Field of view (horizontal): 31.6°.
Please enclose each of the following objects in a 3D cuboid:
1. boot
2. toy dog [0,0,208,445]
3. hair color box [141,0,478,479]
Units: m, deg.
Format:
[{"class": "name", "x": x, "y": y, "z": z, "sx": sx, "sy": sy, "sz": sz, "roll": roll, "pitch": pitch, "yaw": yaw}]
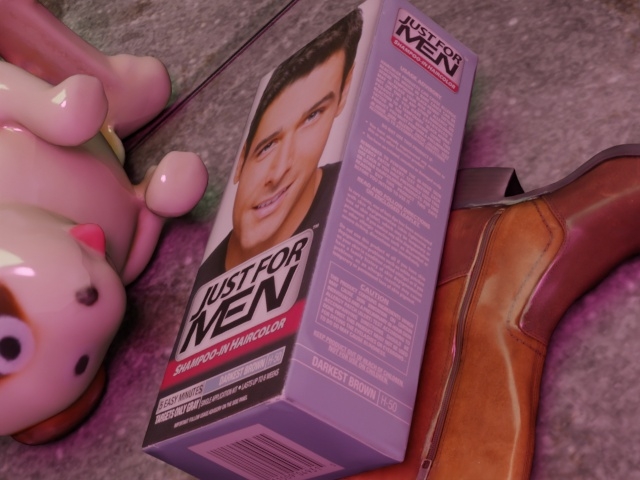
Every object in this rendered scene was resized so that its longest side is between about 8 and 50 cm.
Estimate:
[{"class": "boot", "x": 0.156, "y": 0.068, "z": 0.799, "sx": 0.264, "sy": 0.096, "sz": 0.280, "roll": 2, "pitch": 57, "yaw": 33}, {"class": "toy dog", "x": -0.302, "y": -0.020, "z": 1.029, "sx": 0.395, "sy": 0.284, "sz": 0.408, "roll": -29, "pitch": 47, "yaw": 9}, {"class": "hair color box", "x": 0.000, "y": 0.000, "z": 0.894, "sx": 0.185, "sy": 0.114, "sz": 0.374, "roll": -27, "pitch": 38, "yaw": 46}]
